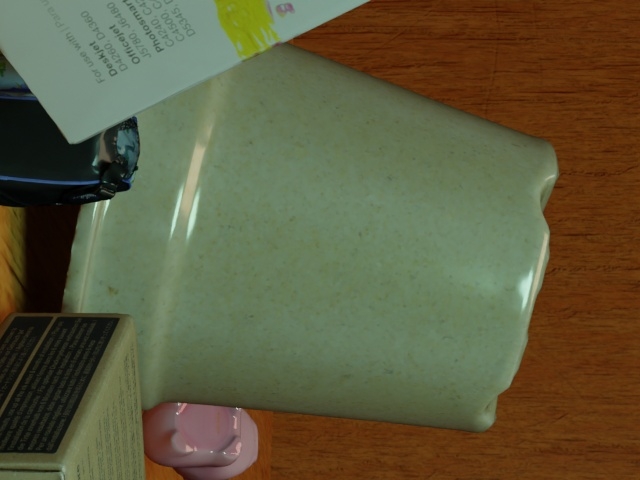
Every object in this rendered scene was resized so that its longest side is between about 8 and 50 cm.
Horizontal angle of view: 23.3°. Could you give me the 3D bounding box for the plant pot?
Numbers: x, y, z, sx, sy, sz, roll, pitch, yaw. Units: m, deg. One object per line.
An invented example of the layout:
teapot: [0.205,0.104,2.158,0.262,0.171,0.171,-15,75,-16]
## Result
plant pot: [0.000,0.000,1.136,0.334,0.305,0.334,13,90,-90]

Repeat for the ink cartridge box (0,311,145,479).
ink cartridge box: [-0.160,0.185,0.910,0.193,0.088,0.234,-75,166,-68]

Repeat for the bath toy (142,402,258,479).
bath toy: [-0.113,0.160,1.411,0.129,0.151,0.348,-28,-127,53]

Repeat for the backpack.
backpack: [-0.151,-0.060,0.864,0.114,0.105,0.084,75,17,-85]

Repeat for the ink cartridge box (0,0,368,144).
ink cartridge box: [-0.048,-0.216,0.742,0.197,0.270,0.198,55,22,-27]
